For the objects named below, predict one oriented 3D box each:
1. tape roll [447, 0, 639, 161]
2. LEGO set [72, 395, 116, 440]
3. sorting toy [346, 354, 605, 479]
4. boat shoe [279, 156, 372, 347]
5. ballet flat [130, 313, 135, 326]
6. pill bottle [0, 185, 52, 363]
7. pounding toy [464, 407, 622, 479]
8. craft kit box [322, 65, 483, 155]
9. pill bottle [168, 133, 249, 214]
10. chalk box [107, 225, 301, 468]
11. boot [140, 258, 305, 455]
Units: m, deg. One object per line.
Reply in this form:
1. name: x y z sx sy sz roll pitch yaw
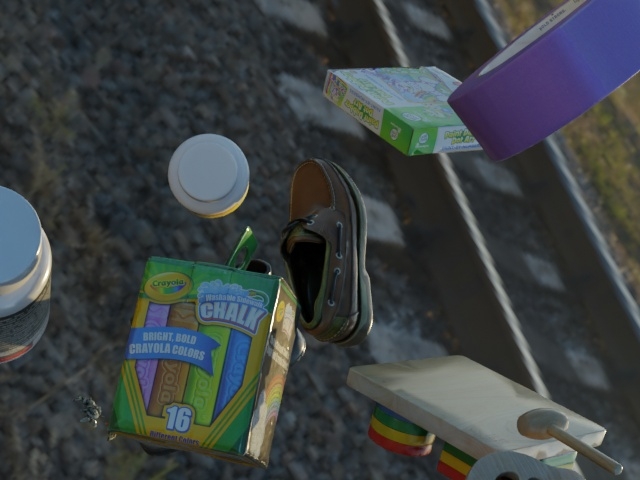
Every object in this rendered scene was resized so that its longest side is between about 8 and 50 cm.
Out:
1. tape roll: 0.276 -0.206 1.368 0.090 0.275 0.275 52 21 -5
2. LEGO set: -0.321 0.251 1.770 0.083 0.023 0.054 35 21 -12
3. sorting toy: 0.198 0.250 1.633 0.255 0.089 0.257 26 17 39
4. boat shoe: 0.000 0.000 1.764 0.104 0.110 0.307 21 45 -43
5. ballet flat: -0.190 0.145 1.849 0.058 0.250 0.084 -46 128 -35
6. pill bottle: -0.433 0.046 1.603 0.161 0.161 0.283 62 -22 16
7. pounding toy: 0.240 0.302 1.362 0.154 0.155 0.269 3 51 -19
8. craft kit box: 0.172 -0.225 2.089 0.246 0.061 0.250 -11 35 -34
9. pill bottle: -0.163 -0.094 1.809 0.117 0.117 0.215 56 -3 -1
10. chalk box: -0.136 0.126 1.564 0.180 0.179 0.289 66 34 -73
11. boot: -0.198 0.182 2.008 0.118 0.338 0.223 38 -17 44
